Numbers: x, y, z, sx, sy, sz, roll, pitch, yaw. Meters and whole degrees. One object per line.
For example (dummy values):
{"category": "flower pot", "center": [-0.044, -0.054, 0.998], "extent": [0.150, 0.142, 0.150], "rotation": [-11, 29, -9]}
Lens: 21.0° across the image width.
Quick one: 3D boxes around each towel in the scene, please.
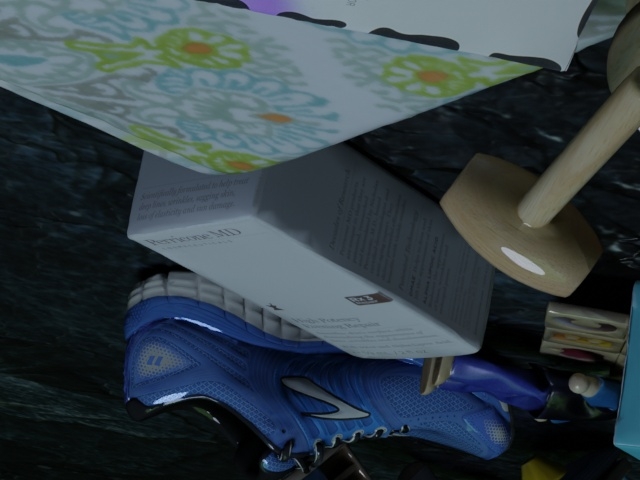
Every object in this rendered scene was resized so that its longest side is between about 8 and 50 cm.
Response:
{"category": "towel", "center": [-0.069, -0.143, 0.749], "extent": [0.320, 0.090, 0.374], "rotation": [20, 159, -31]}

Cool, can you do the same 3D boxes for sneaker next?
{"category": "sneaker", "center": [-0.005, 0.135, 1.392], "extent": [0.330, 0.147, 0.130], "rotation": [14, 161, -8]}

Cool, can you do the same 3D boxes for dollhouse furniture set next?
{"category": "dollhouse furniture set", "center": [0.145, 0.216, 1.625], "extent": [0.303, 0.198, 0.286], "rotation": [-37, 177, 35]}

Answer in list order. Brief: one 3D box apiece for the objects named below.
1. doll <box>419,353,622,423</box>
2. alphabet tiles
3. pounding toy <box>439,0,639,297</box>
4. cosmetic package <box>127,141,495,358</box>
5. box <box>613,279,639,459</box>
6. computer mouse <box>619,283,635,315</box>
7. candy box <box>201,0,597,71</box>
{"category": "doll", "center": [0.177, 0.115, 1.326], "extent": [0.189, 0.046, 0.129], "rotation": [13, 162, -8]}
{"category": "alphabet tiles", "center": [0.327, 0.092, 1.224], "extent": [0.342, 0.011, 0.285], "rotation": [10, 168, 7]}
{"category": "pounding toy", "center": [0.179, -0.043, 0.591], "extent": [0.154, 0.155, 0.269], "rotation": [41, 121, -8]}
{"category": "cosmetic package", "center": [0.000, 0.000, 1.106], "extent": [0.117, 0.085, 0.231], "rotation": [-7, 154, 43]}
{"category": "box", "center": [0.255, 0.105, 1.089], "extent": [0.060, 0.100, 0.244], "rotation": [3, 165, 29]}
{"category": "computer mouse", "center": [0.276, 0.036, 1.105], "extent": [0.071, 0.041, 0.242], "rotation": [20, 160, -23]}
{"category": "candy box", "center": [0.015, -0.152, 0.540], "extent": [0.196, 0.070, 0.165], "rotation": [9, 129, -18]}
